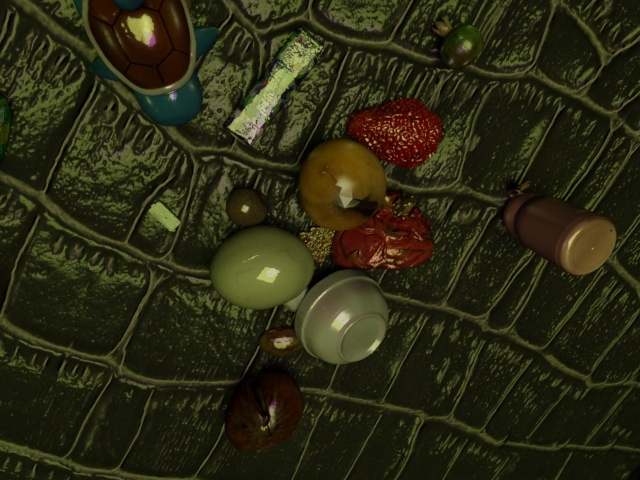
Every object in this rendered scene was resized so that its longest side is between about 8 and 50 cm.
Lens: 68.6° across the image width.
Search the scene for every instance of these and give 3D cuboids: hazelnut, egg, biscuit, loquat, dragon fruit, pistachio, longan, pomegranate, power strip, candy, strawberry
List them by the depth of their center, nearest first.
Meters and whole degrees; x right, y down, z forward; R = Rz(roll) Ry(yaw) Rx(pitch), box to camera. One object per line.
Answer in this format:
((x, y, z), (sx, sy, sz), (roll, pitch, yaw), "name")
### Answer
((-0.113, -0.373, 1.150), (0.088, 0.061, 0.312), (37, 98, -20), "candy")
((0.053, -0.141, 1.188), (0.235, 0.235, 0.234), (-5, 111, -12), "loquat")
((0.344, -0.507, 1.196), (0.114, 0.114, 0.142), (-44, 89, 5), "pomegranate")
((-0.403, -0.063, 1.217), (0.040, 0.016, 0.090), (-40, 113, 4), "power strip")
((-0.151, 0.069, 1.219), (0.270, 0.219, 0.218), (-14, 112, -12), "egg")
((-0.189, -0.088, 1.220), (0.114, 0.092, 0.113), (-3, 98, -19), "longan")
((0.217, -0.282, 1.241), (0.287, 0.106, 0.188), (3, 108, -14), "strawberry")
((0.195, -0.028, 1.297), (0.317, 0.152, 0.204), (-9, 109, -15), "dragon fruit")
((0.000, 0.000, 1.338), (0.130, 0.019, 0.119), (-36, 114, 1), "biscuit")
((-0.167, 0.512, 1.386), (0.252, 0.217, 0.217), (-37, 114, 0), "hazelnut")
((-0.098, 0.306, 1.411), (0.173, 0.049, 0.089), (-8, 112, -10), "pistachio")

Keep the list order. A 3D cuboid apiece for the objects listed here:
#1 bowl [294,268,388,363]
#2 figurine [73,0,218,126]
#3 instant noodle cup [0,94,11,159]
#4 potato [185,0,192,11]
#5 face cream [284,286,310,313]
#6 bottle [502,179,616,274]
((0.082, 0.237, 1.336), (0.287, 0.144, 0.286), (-15, 122, -26), "bowl")
((-0.355, -0.438, 0.966), (0.298, 0.242, 0.416), (-27, 157, -12), "figurine")
((-0.811, -0.243, 0.963), (0.233, 0.207, 0.206), (17, 105, -12), "instant noodle cup")
((-0.329, -0.527, 1.051), (0.084, 0.040, 0.051), (-11, 103, -12), "potato")
((-0.072, 0.155, 1.340), (0.091, 0.091, 0.095), (-31, 123, -1), "face cream")
((0.654, -0.051, 1.333), (0.173, 0.297, 0.206), (-30, 119, -2), "bottle")
